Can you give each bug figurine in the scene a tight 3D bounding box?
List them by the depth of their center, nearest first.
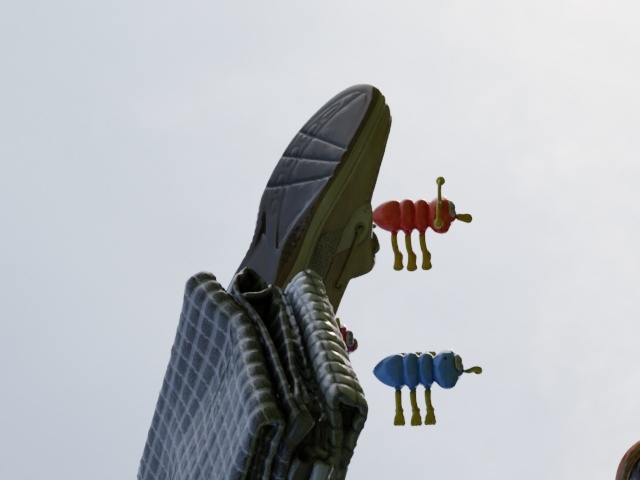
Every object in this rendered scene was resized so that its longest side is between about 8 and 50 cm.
[{"bbox_3d":[0.051,0.057,1.981,0.072,0.216,0.279,74,-168,-53],"label":"bug figurine"}]

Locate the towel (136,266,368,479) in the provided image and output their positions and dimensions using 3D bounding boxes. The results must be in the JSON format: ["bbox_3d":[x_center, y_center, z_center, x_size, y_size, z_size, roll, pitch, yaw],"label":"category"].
[{"bbox_3d":[-0.068,0.185,1.606,0.121,0.283,0.235,9,-153,-17],"label":"towel"}]

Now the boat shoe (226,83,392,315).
[{"bbox_3d":[0.000,0.000,1.828,0.098,0.109,0.302,29,-100,-32],"label":"boat shoe"}]

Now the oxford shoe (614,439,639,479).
[{"bbox_3d":[0.396,0.346,1.873,0.130,0.133,0.363,-31,-73,-10],"label":"oxford shoe"}]
